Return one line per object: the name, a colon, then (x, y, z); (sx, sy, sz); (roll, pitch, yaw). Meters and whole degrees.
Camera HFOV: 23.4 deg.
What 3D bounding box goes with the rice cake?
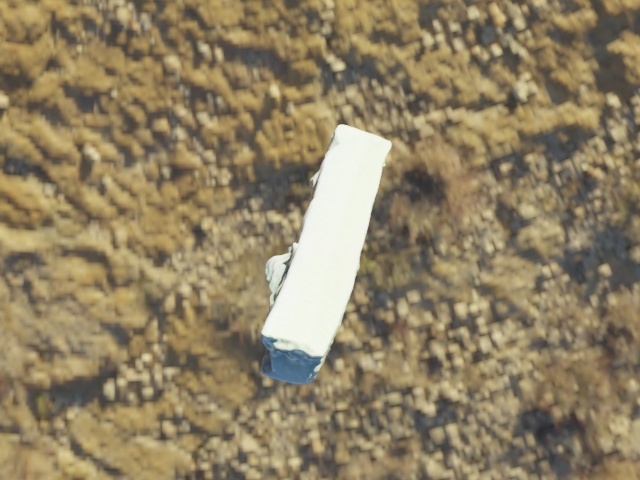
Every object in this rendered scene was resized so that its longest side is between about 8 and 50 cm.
rice cake: (0.000, 0.000, 0.733); (0.042, 0.180, 0.030); (18, 127, 1)
